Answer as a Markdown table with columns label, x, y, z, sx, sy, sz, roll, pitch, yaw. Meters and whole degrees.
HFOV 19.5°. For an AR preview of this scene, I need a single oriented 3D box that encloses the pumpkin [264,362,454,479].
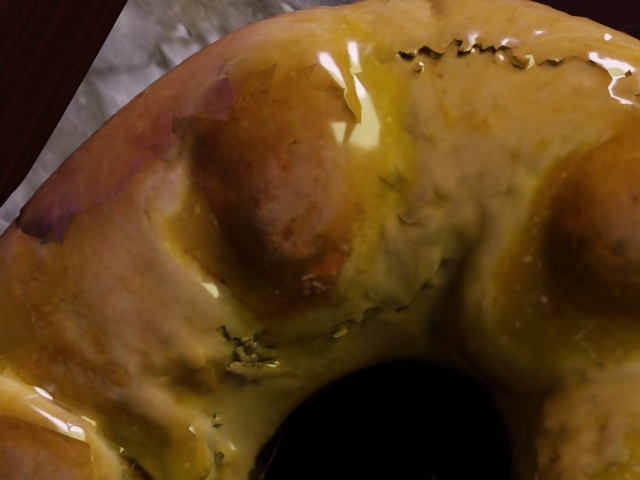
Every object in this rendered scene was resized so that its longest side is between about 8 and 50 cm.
| label | x | y | z | sx | sy | sz | roll | pitch | yaw |
| --- | --- | --- | --- | --- | --- | --- | --- | --- | --- |
| pumpkin | 0.092 | 0.050 | 0.771 | 0.325 | 0.242 | 0.232 | 12 | 37 | -34 |

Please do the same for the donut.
| label | x | y | z | sx | sy | sz | roll | pitch | yaw |
| --- | --- | --- | --- | --- | --- | --- | --- | --- | --- |
| donut | 0.016 | 0.076 | 0.587 | 0.150 | 0.317 | 0.299 | -16 | 102 | -81 |

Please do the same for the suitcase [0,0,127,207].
| label | x | y | z | sx | sy | sz | roll | pitch | yaw |
| --- | --- | --- | --- | --- | --- | --- | --- | --- | --- |
| suitcase | -0.153 | -0.110 | 0.626 | 0.161 | 0.297 | 0.236 | 35 | 33 | -1 |

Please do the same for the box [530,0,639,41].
| label | x | y | z | sx | sy | sz | roll | pitch | yaw |
| --- | --- | --- | --- | --- | --- | --- | --- | --- | --- |
| box | 0.221 | -0.247 | 1.197 | 0.167 | 0.294 | 0.193 | 38 | 33 | -30 |
